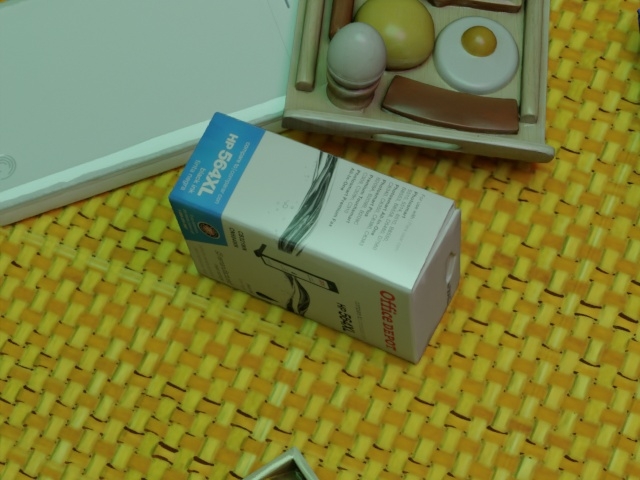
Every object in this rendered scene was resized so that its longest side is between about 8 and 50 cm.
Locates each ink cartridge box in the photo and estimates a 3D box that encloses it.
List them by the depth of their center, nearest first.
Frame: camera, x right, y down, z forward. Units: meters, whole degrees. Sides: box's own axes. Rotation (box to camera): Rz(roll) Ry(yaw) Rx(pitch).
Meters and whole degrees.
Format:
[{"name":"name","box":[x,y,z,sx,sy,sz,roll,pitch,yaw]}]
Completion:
[{"name":"ink cartridge box","box":[0.000,0.000,1.193,0.203,0.148,0.086,22,68,16]}]

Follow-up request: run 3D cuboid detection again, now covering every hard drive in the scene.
[{"name":"hard drive","box":[-0.159,-0.152,1.342,0.307,0.040,0.203,-19,65,-3]}]

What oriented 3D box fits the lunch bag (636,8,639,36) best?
[{"name":"lunch bag","box":[0.393,-0.108,1.231,0.220,0.138,0.293,-13,52,1]}]

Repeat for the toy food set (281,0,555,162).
[{"name":"toy food set","box":[0.092,-0.209,1.288,0.219,0.092,0.306,7,63,-1]}]

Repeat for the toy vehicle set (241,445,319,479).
[{"name":"toy vehicle set","box":[-0.014,0.302,1.116,0.166,0.035,0.267,-33,66,-9]}]
